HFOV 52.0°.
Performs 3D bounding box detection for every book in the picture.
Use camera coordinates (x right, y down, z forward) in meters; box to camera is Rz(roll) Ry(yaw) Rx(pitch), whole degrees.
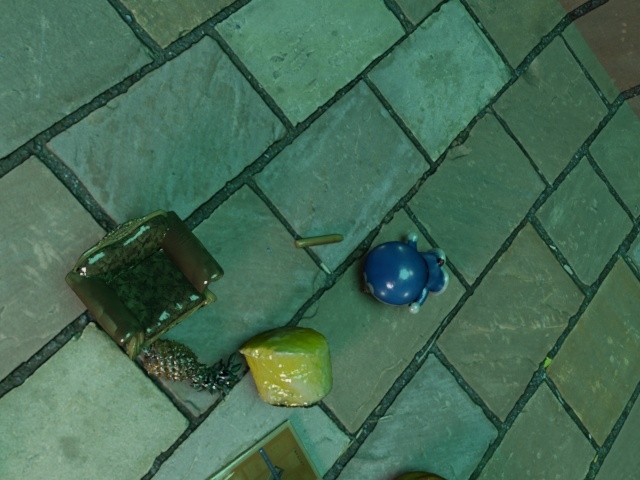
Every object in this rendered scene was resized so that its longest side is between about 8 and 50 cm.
[{"bbox_3d":[-0.124,0.537,1.461,0.242,0.018,0.170,-32,96,-29],"label":"book"}]

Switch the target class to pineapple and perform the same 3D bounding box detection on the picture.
[{"bbox_3d":[-0.277,0.262,1.394,0.221,0.083,0.103,25,67,-23],"label":"pineapple"}]

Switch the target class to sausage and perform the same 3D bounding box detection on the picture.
[{"bbox_3d":[0.000,0.000,1.623,0.132,0.024,0.024,-9,85,-28],"label":"sausage"}]

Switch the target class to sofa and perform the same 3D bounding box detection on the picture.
[{"bbox_3d":[-0.342,0.080,1.310,0.258,0.182,0.200,-36,79,-29],"label":"sofa"}]

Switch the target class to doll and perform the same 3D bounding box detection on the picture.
[{"bbox_3d":[0.217,0.079,1.666,0.257,0.161,0.215,5,64,-44],"label":"doll"}]

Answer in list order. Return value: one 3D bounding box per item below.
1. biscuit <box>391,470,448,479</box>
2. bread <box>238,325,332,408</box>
[{"bbox_3d":[0.233,0.705,1.574,0.296,0.102,0.296,3,83,-26],"label":"biscuit"},{"bbox_3d":[-0.072,0.274,1.448,0.197,0.197,0.170,-13,94,-29],"label":"bread"}]
